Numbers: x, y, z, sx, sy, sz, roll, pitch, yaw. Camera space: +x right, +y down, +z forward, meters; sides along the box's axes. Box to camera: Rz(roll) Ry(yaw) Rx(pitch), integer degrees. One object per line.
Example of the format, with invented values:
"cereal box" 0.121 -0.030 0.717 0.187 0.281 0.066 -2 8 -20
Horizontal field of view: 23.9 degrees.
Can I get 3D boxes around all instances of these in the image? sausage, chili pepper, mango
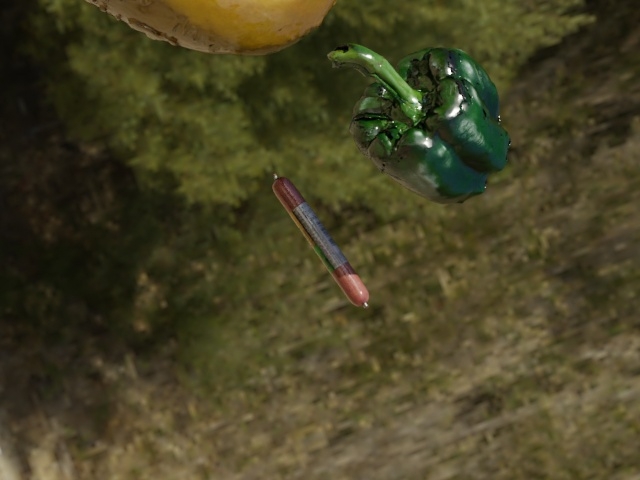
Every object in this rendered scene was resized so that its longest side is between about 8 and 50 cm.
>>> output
"sausage" 0.000 0.000 2.017 0.223 0.029 0.029 55 -14 12
"chili pepper" 0.115 -0.149 1.830 0.261 0.174 0.165 32 36 -46
"mango" -0.100 -0.205 1.013 0.151 0.248 0.156 -34 -127 46
